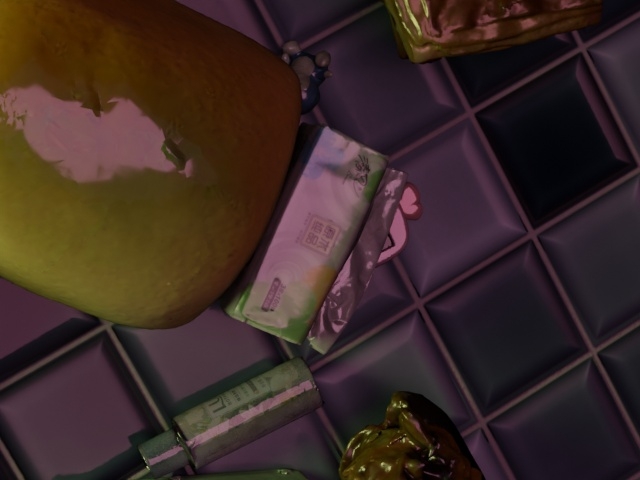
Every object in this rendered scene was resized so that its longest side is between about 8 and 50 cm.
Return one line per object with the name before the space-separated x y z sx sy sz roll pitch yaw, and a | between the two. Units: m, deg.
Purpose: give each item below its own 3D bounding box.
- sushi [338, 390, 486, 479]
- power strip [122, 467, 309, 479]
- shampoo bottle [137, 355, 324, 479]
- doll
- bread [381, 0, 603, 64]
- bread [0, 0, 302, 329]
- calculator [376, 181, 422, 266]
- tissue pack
sushi | 0.103 0.298 1.817 0.204 0.200 0.213 44 82 -10
power strip | -0.199 0.302 1.784 0.385 0.091 0.062 -2 98 -15
shampoo bottle | -0.103 0.204 1.821 0.214 0.072 0.072 -25 99 -14
doll | -0.020 -0.179 1.832 0.050 0.076 0.083 44 70 -48
bread | 0.165 -0.365 1.824 0.277 0.167 0.324 -13 87 -14
bread | -0.226 -0.101 1.681 0.376 0.253 0.348 26 88 -14
calculator | 0.044 -0.015 1.877 0.166 0.024 0.103 -26 98 -11
tissue pack | 0.000 0.000 1.773 0.145 0.159 0.229 25 90 -10
